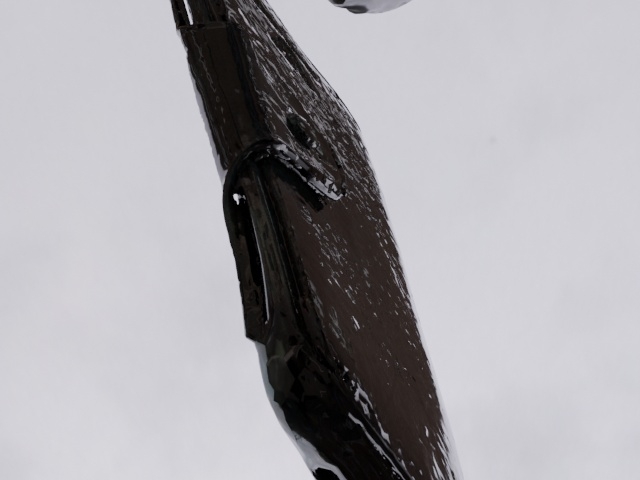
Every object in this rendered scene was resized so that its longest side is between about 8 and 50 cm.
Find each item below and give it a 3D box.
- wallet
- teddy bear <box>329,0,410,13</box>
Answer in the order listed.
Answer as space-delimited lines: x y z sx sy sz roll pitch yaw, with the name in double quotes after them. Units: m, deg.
0.000 0.000 0.740 0.045 0.172 0.318 -26 -144 9 "wallet"
0.090 -0.124 0.299 0.251 0.144 0.171 -42 -139 0 "teddy bear"
